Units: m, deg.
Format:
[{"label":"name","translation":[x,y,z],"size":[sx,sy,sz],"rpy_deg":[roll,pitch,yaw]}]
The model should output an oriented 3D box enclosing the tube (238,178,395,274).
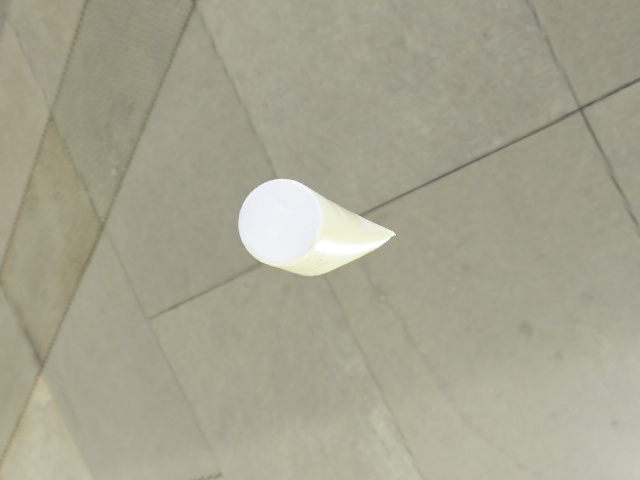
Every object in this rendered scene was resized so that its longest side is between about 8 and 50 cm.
[{"label":"tube","translation":[0.000,0.000,0.875],"size":[0.070,0.240,0.062],"rpy_deg":[19,88,13]}]
